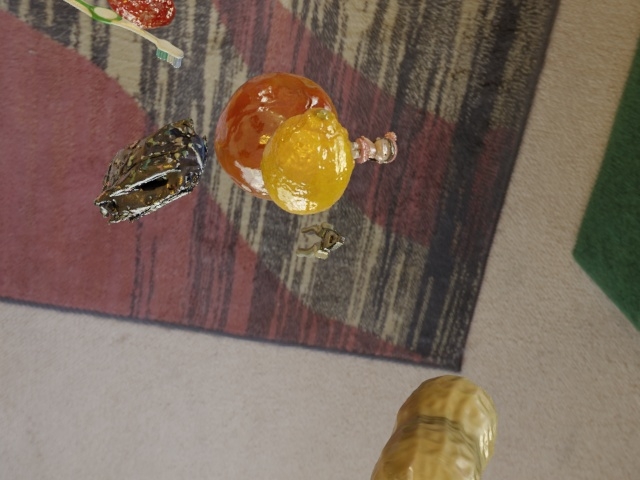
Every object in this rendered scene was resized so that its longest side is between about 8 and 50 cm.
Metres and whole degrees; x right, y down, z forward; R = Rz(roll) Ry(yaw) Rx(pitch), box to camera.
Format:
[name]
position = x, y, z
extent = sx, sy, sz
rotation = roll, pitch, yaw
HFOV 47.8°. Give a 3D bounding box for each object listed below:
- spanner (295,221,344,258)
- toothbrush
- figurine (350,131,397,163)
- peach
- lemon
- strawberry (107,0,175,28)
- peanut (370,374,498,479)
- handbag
[spanner]
position = 0.000, 0.000, 1.910
extent = 0.040, 0.325, 0.096
rotation = 15, 85, -18
[toothbrush]
position = -0.348, -0.361, 1.147
extent = 0.303, 0.030, 0.030
rotation = 31, 108, 2
[figurine]
position = 0.118, -0.212, 1.656
extent = 0.129, 0.054, 0.072
rotation = -5, 84, -27
[peach]
position = -0.103, -0.281, 1.905
extent = 0.342, 0.343, 0.301
rotation = 35, 146, -13
[lemon]
position = -0.019, -0.120, 1.109
extent = 0.142, 0.142, 0.187
rotation = 12, 132, -6
[strawberry]
position = -0.369, -0.506, 1.489
extent = 0.148, 0.131, 0.131
rotation = 39, 106, -13
[peanut]
position = 0.123, 0.251, 0.798
extent = 0.120, 0.298, 0.136
rotation = 12, 107, 17
[handbag]
position = -0.333, -0.131, 1.432
extent = 0.260, 0.162, 0.113
rotation = -22, 127, 22
